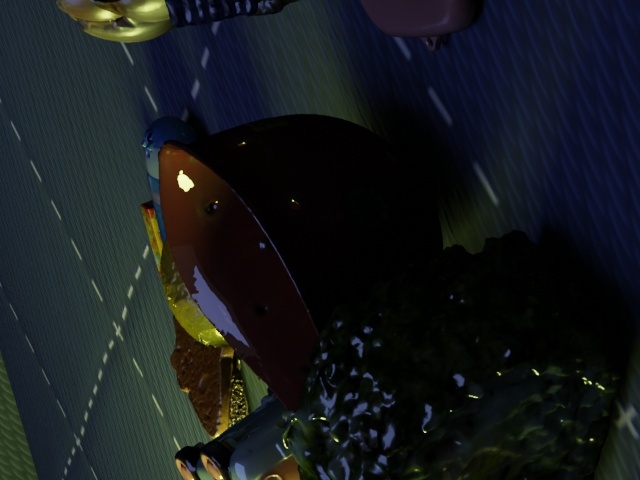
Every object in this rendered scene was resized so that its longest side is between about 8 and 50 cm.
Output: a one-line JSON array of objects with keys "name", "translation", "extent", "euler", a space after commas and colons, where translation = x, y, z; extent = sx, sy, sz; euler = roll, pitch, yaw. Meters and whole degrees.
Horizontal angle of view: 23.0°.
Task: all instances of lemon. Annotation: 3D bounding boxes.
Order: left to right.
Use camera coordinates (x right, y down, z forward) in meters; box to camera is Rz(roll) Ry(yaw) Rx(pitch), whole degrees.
[{"name": "lemon", "translation": [-0.121, 0.044, 2.036], "extent": [0.193, 0.180, 0.180], "euler": [47, 158, -6]}]

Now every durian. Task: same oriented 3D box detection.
[{"name": "durian", "translation": [-0.149, 0.233, 2.405], "extent": [0.110, 0.071, 0.140], "euler": [49, 146, 36]}]

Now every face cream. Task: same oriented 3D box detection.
[{"name": "face cream", "translation": [-0.191, -0.050, 2.220], "extent": [0.149, 0.083, 0.264], "euler": [29, 136, 55]}]

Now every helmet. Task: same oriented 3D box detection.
[{"name": "helmet", "translation": [0.000, 0.000, 1.667], "extent": [0.337, 0.230, 0.385], "euler": [62, 164, -7]}]

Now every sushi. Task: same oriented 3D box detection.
[{"name": "sushi", "translation": [0.118, 0.175, 1.487], "extent": [0.178, 0.294, 0.352], "euler": [52, 152, 37]}]

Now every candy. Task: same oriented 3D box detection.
[{"name": "candy", "translation": [-0.222, -0.007, 2.353], "extent": [0.038, 0.062, 0.122], "euler": [26, 134, 59]}]

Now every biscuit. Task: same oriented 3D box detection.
[{"name": "biscuit", "translation": [-0.171, 0.164, 2.350], "extent": [0.183, 0.043, 0.280], "euler": [-50, 49, 46]}]

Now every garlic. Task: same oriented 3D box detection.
[{"name": "garlic", "translation": [-0.232, -0.325, 1.985], "extent": [0.214, 0.191, 0.160], "euler": [38, 170, 30]}]

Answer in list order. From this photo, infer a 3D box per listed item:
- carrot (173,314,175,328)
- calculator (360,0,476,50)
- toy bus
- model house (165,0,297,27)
[{"name": "carrot", "translation": [-0.198, 0.183, 2.509], "extent": [0.035, 0.036, 0.165], "euler": [15, 126, 62]}, {"name": "calculator", "translation": [0.056, -0.333, 1.482], "extent": [0.220, 0.048, 0.329], "euler": [5, 117, 63]}, {"name": "toy bus", "translation": [-0.049, 0.325, 2.128], "extent": [0.232, 0.194, 0.288], "euler": [60, 157, -3]}, {"name": "model house", "translation": [-0.104, -0.327, 1.630], "extent": [0.170, 0.211, 0.194], "euler": [29, 137, 53]}]
